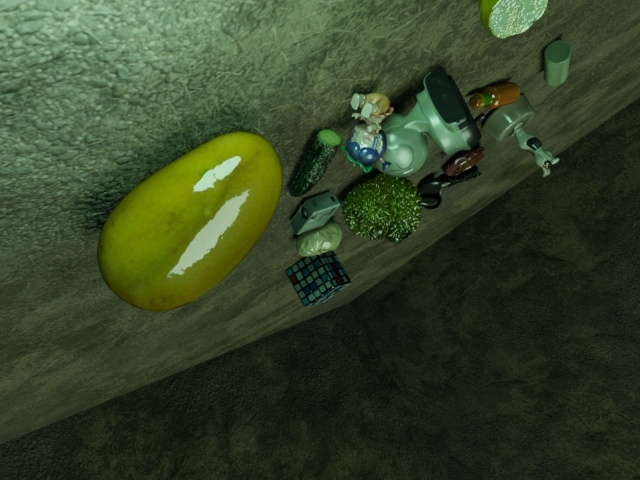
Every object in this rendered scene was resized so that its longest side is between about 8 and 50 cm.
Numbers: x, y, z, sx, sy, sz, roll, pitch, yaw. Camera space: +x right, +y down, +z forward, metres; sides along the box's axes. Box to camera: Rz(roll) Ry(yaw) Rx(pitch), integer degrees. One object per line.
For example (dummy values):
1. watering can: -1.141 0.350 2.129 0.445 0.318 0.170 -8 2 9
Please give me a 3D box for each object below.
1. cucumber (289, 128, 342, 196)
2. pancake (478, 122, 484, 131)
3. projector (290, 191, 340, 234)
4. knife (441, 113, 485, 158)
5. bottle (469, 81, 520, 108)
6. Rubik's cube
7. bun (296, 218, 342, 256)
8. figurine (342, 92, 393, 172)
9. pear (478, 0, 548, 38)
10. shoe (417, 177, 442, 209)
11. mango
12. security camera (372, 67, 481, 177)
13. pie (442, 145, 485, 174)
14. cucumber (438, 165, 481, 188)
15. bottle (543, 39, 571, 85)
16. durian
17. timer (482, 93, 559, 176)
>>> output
1. cucumber: -0.024 -0.179 1.390 0.067 0.068 0.293 -23 165 -28
2. pancake: 0.543 -0.383 1.943 0.114 0.011 0.115 -28 166 -8
3. projector: -0.021 -0.087 1.723 0.115 0.061 0.147 -23 164 -33
4. knife: 0.492 -0.359 1.901 0.035 0.018 0.247 -4 153 -31
5. bottle: 0.513 -0.427 1.616 0.187 0.069 0.069 -19 163 -33
6. Rubik's cube: -0.007 0.162 2.381 0.184 0.187 0.182 -34 166 23
7. bun: 0.000 0.000 1.974 0.164 0.111 0.188 -36 169 35
8. figurine: 0.116 -0.246 1.258 0.102 0.111 0.195 -20 143 -31
9. pear: 0.368 -0.476 1.063 0.141 0.104 0.141 -13 143 -10
10. shoe: 0.452 -0.176 2.264 0.108 0.093 0.241 -5 161 2
11. mango: -0.250 -0.040 1.086 0.445 0.232 0.300 -45 157 17
12. security camera: 0.244 -0.269 1.379 0.277 0.197 0.191 -27 156 16
13. pie: 0.572 -0.317 2.162 0.182 0.050 0.182 -25 169 -5
14. cucumber: 0.586 -0.273 2.320 0.245 0.067 0.067 -22 164 -27
15. bottle: 0.711 -0.531 1.638 0.072 0.072 0.201 -34 165 17
16. durian: 0.218 -0.115 1.828 0.290 0.225 0.291 6 157 2
17. timer: 0.706 -0.344 1.861 0.175 0.266 0.175 -31 164 -10
